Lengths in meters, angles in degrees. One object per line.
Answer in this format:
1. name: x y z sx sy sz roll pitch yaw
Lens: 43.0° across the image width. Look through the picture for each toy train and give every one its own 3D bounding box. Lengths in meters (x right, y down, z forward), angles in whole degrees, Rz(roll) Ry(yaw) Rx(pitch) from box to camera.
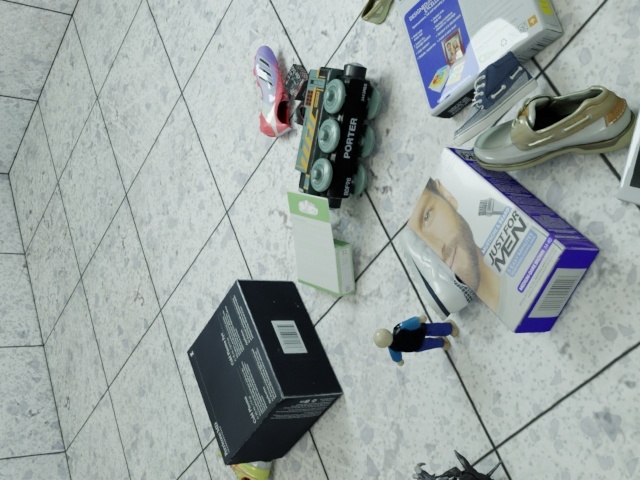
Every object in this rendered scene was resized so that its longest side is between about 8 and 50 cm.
1. toy train: 0.029 -0.242 1.860 0.190 0.142 0.333 27 111 56

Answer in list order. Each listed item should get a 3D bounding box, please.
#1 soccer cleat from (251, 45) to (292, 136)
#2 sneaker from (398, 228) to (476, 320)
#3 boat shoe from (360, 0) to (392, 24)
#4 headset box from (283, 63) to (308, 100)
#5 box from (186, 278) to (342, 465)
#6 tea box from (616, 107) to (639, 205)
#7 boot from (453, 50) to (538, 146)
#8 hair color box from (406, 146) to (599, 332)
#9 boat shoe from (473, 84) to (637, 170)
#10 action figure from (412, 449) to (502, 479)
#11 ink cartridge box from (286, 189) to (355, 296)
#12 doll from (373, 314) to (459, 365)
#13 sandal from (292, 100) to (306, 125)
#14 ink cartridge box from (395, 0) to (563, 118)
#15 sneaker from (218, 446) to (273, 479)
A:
1. soccer cleat: -0.118 -0.391 2.117 0.095 0.083 0.248 -9 81 36
2. sneaker: 0.232 0.054 1.627 0.095 0.090 0.235 -36 46 12
3. boat shoe: 0.138 -0.558 1.811 0.056 0.048 0.153 52 127 40
4. headset box: -0.055 -0.399 2.063 0.062 0.032 0.083 -59 46 32
5. box: -0.150 0.322 2.014 0.312 0.179 0.343 -52 49 35
6. tea box: 0.577 -0.169 0.983 0.220 0.324 0.328 25 108 51
7. boot: 0.294 -0.253 1.457 0.086 0.190 0.069 51 169 0
8. hair color box: 0.320 -0.008 1.487 0.339 0.110 0.185 51 127 44
9. boat shoe: 0.382 -0.199 1.392 0.302 0.103 0.113 -10 45 45
10. action figure: 0.224 0.496 1.528 0.164 0.276 0.141 61 176 2
11. ink cartridge box: 0.000 0.000 1.892 0.171 0.056 0.235 16 116 52
12. doll: 0.180 0.193 1.583 0.046 0.189 0.129 52 126 41
13. sandal: -0.017 -0.317 2.001 0.179 0.040 0.067 11 97 52
14. ink cartridge box: 0.293 -0.445 1.589 0.304 0.072 0.307 -36 58 47
15. sneaker: -0.207 0.595 2.149 0.208 0.081 0.094 6 95 52
